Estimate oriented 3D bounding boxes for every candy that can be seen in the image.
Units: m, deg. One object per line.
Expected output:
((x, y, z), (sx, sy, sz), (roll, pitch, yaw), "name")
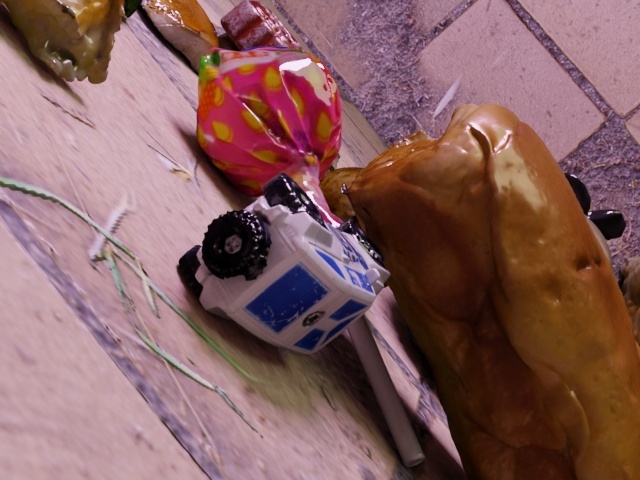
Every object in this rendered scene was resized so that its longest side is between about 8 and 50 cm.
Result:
((0.000, 0.000, 0.791), (0.124, 0.124, 0.365), (37, 25, -55), "candy")

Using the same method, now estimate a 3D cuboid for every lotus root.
((0.027, -0.014, 0.952), (0.190, 0.094, 0.108), (-137, -135, -78), "lotus root")

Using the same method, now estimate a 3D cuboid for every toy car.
((-0.015, 0.022, 0.618), (0.070, 0.080, 0.170), (55, 10, 24), "toy car")

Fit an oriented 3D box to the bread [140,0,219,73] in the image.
((-0.150, -0.233, 1.093), (0.126, 0.044, 0.129), (35, 21, -55), "bread")

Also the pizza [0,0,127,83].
((-0.195, -0.223, 0.614), (0.280, 0.075, 0.288), (-28, 110, -44), "pizza")

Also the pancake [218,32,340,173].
((-0.035, -0.144, 1.315), (0.286, 0.033, 0.288), (53, 9, 18), "pancake")

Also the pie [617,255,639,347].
((0.312, 0.168, 1.056), (0.077, 0.339, 0.339), (9, 8, 5), "pie")

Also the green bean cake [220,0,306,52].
((-0.052, -0.220, 1.262), (0.135, 0.056, 0.136), (50, 9, -2), "green bean cake")

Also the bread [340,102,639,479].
((0.149, 0.069, 0.764), (0.195, 0.149, 0.344), (-58, 125, -75), "bread")

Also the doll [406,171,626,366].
((0.197, 0.029, 1.103), (0.247, 0.247, 0.349), (50, 6, -6), "doll")

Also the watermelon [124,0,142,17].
((-0.202, -0.258, 0.971), (0.092, 0.075, 0.181), (-19, 59, -33), "watermelon")
